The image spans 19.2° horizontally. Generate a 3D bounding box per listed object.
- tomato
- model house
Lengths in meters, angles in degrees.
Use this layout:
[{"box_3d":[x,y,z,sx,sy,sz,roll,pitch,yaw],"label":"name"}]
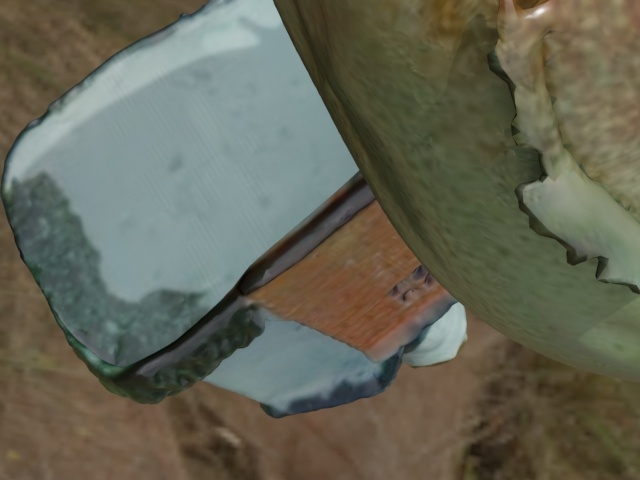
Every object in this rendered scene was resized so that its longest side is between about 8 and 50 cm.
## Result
[{"box_3d":[0.107,-0.099,0.601,0.239,0.303,0.303,-36,120,-10],"label":"tomato"},{"box_3d":[0.000,0.000,1.116,0.253,0.184,0.291,-38,144,10],"label":"model house"}]
